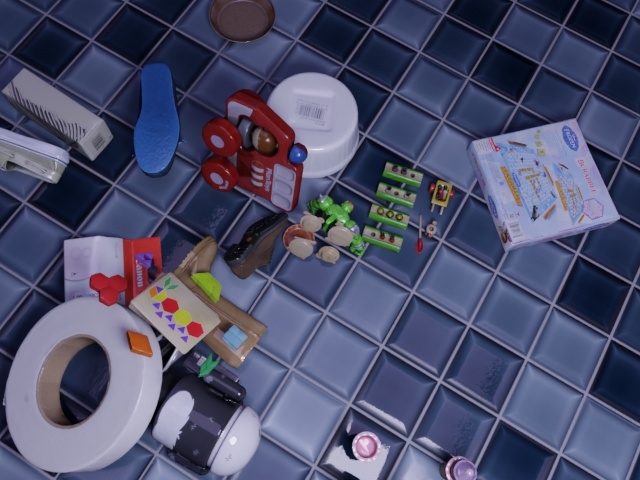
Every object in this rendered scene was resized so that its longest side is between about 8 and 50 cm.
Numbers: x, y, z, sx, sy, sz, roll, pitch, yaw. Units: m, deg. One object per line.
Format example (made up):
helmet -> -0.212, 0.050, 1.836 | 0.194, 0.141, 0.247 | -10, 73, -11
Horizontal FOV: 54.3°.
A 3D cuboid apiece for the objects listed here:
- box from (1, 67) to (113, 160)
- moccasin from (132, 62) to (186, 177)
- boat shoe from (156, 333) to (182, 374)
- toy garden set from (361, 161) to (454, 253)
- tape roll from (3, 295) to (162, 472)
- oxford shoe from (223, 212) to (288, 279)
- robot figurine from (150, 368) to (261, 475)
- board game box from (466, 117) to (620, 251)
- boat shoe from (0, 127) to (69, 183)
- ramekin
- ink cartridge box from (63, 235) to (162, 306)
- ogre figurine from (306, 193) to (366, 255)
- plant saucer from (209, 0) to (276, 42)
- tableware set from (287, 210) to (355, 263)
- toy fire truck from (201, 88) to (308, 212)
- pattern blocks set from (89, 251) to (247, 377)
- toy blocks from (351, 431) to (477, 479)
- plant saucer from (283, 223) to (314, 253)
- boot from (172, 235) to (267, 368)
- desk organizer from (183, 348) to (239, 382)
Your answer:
box -> -0.705, -0.339, 1.683 | 0.275, 0.113, 0.094 | 32, 73, 9
moccasin -> -0.425, -0.316, 1.691 | 0.137, 0.117, 0.342 | 2, 67, -3
boat shoe -> -0.415, 0.310, 1.485 | 0.096, 0.088, 0.267 | 43, 74, 11
toy garden set -> 0.242, -0.085, 1.683 | 0.203, 0.049, 0.244 | 18, 71, 3
tape roll -> -0.537, 0.320, 1.406 | 0.391, 0.072, 0.392 | -8, 68, 21
oxford shoe -> -0.154, 0.013, 1.617 | 0.082, 0.096, 0.227 | 7, 45, 44
robot figurine -> -0.268, 0.411, 1.419 | 0.278, 0.209, 0.174 | 28, 55, 7
board game box -> 0.608, -0.157, 1.722 | 0.317, 0.066, 0.319 | -13, 72, -7
boat shoe -> -0.821, -0.231, 1.641 | 0.302, 0.109, 0.094 | 14, 73, -1
ramekin -> -0.025, -0.322, 1.705 | 0.277, 0.135, 0.278 | 1, 70, -3
ink cartridge box -> -0.524, 0.080, 1.578 | 0.232, 0.066, 0.189 | -9, 71, -2
ogre figurine -> 0.044, -0.049, 1.623 | 0.096, 0.118, 0.197 | -22, 74, -11
plant saucer -> -0.232, -0.664, 1.863 | 0.198, 0.036, 0.199 | 1, 70, -3
tableware set -> 0.000, 0.000, 1.588 | 0.141, 0.169, 0.020 | 22, 43, -7
toy fire truck -> -0.152, -0.224, 1.585 | 0.253, 0.302, 0.169 | 25, 51, 9
pattern blocks set -> -0.332, 0.161, 1.415 | 0.325, 0.026, 0.285 | 49, 42, 10
toy blocks -> 0.182, 0.593, 1.333 | 0.288, 0.260, 0.309 | 14, 70, 1
plant saucer -> -0.057, -0.002, 1.655 | 0.083, 0.013, 0.084 | 1, 72, -3
boot -> -0.246, 0.150, 1.559 | 0.269, 0.089, 0.236 | 36, 66, 2
desk organizer -> -0.261, 0.320, 1.511 | 0.130, 0.050, 0.047 | 31, 72, 7
